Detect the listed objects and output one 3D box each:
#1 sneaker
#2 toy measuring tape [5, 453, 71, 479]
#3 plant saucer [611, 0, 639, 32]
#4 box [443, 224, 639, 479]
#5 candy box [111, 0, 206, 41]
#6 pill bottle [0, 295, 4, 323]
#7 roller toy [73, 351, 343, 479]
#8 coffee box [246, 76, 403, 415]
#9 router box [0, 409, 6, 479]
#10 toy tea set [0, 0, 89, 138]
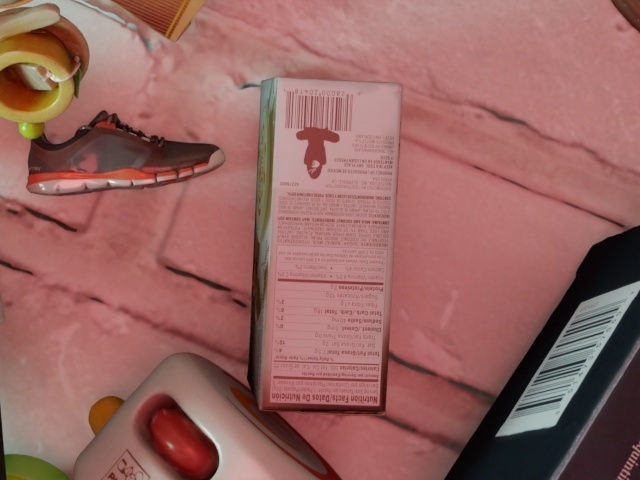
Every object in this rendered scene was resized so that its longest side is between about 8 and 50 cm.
[{"bbox_3d":[-0.155,-0.072,1.172,0.157,0.061,0.065,-6,89,-6],"label":"sneaker"},{"bbox_3d":[-0.300,0.214,1.160,0.330,0.121,0.121,10,94,3],"label":"toy measuring tape"},{"bbox_3d":[0.351,-0.278,1.213,0.277,0.041,0.278,0,96,-5],"label":"plant saucer"},{"bbox_3d":[0.327,0.211,1.121,0.395,0.212,0.293,40,68,-7],"label":"box"},{"bbox_3d":[-0.176,-0.303,1.056,0.316,0.087,0.183,32,107,-33],"label":"candy box"},{"bbox_3d":[-0.355,0.064,1.132,0.215,0.117,0.117,-22,96,-4],"label":"pill bottle"},{"bbox_3d":[-0.086,0.192,1.131,0.209,0.191,0.146,42,91,-7],"label":"roller toy"},{"bbox_3d":[0.000,0.000,1.151,0.098,0.141,0.247,2,96,-6],"label":"coffee box"},{"bbox_3d":[-0.347,0.189,1.048,0.242,0.081,0.309,1,107,2],"label":"router box"},{"bbox_3d":[-0.262,-0.134,1.036,0.200,0.124,0.336,-5,137,-1],"label":"toy tea set"}]
